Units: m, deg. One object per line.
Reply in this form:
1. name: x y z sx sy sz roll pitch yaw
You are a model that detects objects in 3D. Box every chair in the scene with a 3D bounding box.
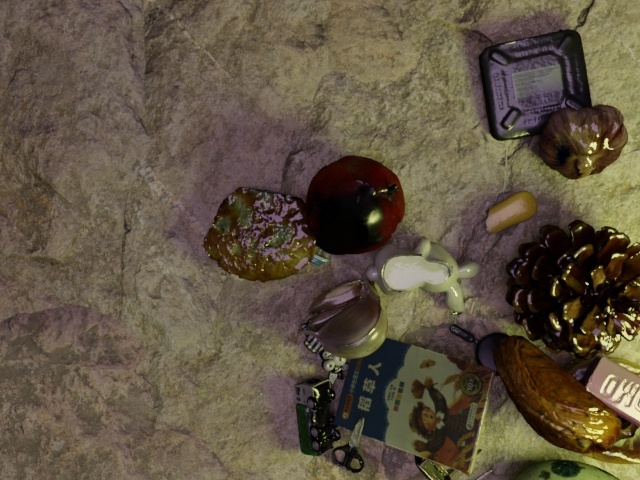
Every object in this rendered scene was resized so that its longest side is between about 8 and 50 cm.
1. chair: 0.347 0.692 1.730 0.272 0.188 0.166 -45 87 4

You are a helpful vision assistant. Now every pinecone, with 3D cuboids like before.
1. pinecone: 0.732 0.131 1.577 0.397 0.398 0.398 0 93 7

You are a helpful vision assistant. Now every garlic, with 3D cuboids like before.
1. garlic: 0.735 -0.268 1.608 0.244 0.161 0.245 3 137 3
2. garlic: 0.082 0.238 1.702 0.292 0.210 0.237 -40 77 -9

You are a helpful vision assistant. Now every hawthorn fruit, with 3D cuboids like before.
1. hawthorn fruit: 0.091 -0.094 1.645 0.315 0.316 0.316 0 93 7

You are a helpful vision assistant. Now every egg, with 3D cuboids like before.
1. egg: 0.737 0.778 1.636 0.379 0.287 0.288 29 96 7

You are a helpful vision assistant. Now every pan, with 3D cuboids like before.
1. pan: 0.499 0.322 1.764 0.235 0.028 0.136 31 96 1

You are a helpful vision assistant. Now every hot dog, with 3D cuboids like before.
1. hot dog: 0.613 0.423 1.570 0.174 0.267 0.387 -40 44 -5

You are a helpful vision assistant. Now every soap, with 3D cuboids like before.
1. soap: 0.833 0.418 1.582 0.203 0.065 0.122 30 83 12
2. soap: 0.568 -0.086 1.729 0.168 0.033 0.089 -24 88 7

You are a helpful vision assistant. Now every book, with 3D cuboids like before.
1. book: 0.268 0.463 1.693 0.427 0.039 0.300 12 82 27

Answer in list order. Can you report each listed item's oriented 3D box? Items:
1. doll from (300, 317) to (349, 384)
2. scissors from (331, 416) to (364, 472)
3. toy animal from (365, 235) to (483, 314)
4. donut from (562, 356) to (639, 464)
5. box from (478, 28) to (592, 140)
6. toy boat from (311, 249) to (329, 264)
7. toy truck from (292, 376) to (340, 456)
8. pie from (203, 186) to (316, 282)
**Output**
1. doll: 0.017 0.345 1.802 0.091 0.067 0.219 -34 91 -12
2. scissors: 0.100 0.618 1.745 0.109 0.022 0.300 22 134 12
3. toy animal: 0.308 0.100 1.713 0.325 0.154 0.209 24 102 0
4. donut: 0.841 0.495 1.683 0.329 0.160 0.330 -1 82 9
5. box: 0.627 -0.452 1.680 0.289 0.073 0.289 -9 93 7
6. toy boat: -0.012 0.002 1.800 0.105 0.034 0.149 10 95 5
7. toy truck: -0.019 0.553 1.799 0.125 0.101 0.243 -1 96 44
8. pie: -0.182 -0.014 1.785 0.354 0.103 0.289 8 95 6
